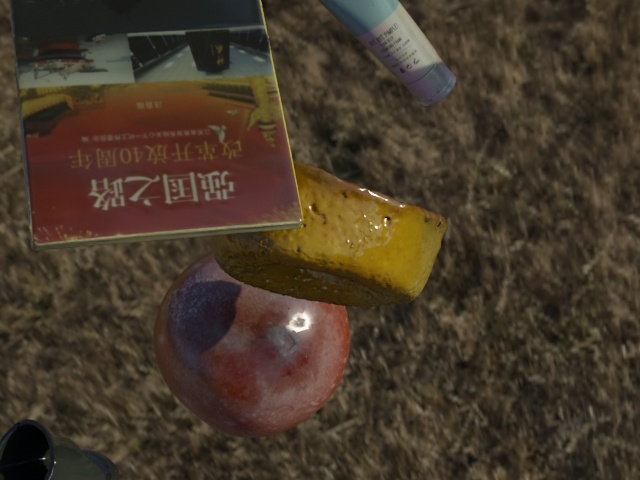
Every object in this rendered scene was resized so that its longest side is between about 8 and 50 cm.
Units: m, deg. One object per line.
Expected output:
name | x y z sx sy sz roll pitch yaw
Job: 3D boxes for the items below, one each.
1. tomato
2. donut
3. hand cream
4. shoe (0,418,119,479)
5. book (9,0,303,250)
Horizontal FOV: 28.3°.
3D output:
tomato | -0.086 0.131 1.729 0.270 0.270 0.227 -43 8 -17
donut | 0.003 0.001 1.406 0.277 0.277 0.108 4 76 22
hand cream | 0.079 -0.326 1.866 0.111 0.312 0.070 -29 30 26
shoe | -0.310 0.244 1.347 0.108 0.093 0.241 23 19 38
book | -0.176 -0.169 1.290 0.262 0.028 0.374 -5 64 -14
